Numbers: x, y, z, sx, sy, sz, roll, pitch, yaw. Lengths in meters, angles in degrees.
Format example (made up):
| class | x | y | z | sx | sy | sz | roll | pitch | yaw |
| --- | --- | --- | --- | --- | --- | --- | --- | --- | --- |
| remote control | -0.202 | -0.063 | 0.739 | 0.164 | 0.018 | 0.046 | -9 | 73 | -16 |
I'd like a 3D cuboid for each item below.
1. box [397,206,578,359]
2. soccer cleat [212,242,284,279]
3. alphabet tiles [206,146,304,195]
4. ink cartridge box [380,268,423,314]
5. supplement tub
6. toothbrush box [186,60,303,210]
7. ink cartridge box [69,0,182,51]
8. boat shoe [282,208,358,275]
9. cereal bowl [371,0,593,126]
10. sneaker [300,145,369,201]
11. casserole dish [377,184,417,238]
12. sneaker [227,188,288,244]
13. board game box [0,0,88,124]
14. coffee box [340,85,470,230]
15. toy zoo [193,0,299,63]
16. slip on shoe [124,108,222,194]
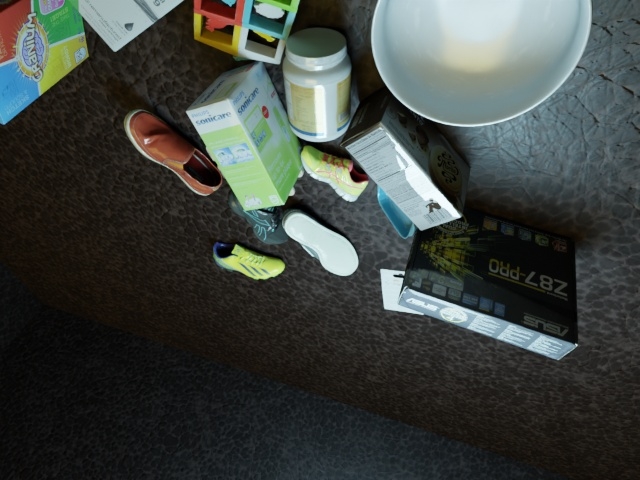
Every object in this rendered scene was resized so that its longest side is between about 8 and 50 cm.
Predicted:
| class | x | y | z | sx | sy | sz | roll | pitch | yaw |
| --- | --- | --- | --- | --- | --- | --- | --- | --- | --- |
| box | 0.416 | 0.078 | 1.109 | 0.395 | 0.318 | 0.097 | 19 | 144 | 7 |
| soccer cleat | -0.275 | 0.070 | 1.668 | 0.289 | 0.093 | 0.121 | 9 | 135 | 18 |
| alphabet tiles | -0.191 | -0.235 | 1.292 | 0.284 | 0.021 | 0.278 | 1 | 138 | 28 |
| ink cartridge box | 0.287 | 0.169 | 1.548 | 0.146 | 0.045 | 0.179 | 5 | 122 | 24 |
| supplement tub | -0.005 | -0.331 | 0.963 | 0.145 | 0.144 | 0.199 | 14 | 143 | 13 |
| toothbrush box | -0.162 | -0.247 | 1.076 | 0.122 | 0.206 | 0.283 | -8 | 129 | 26 |
| ink cartridge box | -0.391 | -0.556 | 0.906 | 0.289 | 0.121 | 0.211 | -11 | 133 | 37 |
| boat shoe | 0.000 | 0.000 | 1.453 | 0.319 | 0.116 | 0.099 | 38 | -175 | -30 |
| cereal bowl | 0.267 | -0.373 | 0.765 | 0.339 | 0.141 | 0.339 | 15 | 143 | 12 |
| sneaker | 0.041 | -0.194 | 1.181 | 0.209 | 0.081 | 0.094 | 31 | 137 | -22 |
| casserole dish | 0.207 | -0.092 | 1.166 | 0.037 | 0.188 | 0.114 | -16 | 145 | -17 |
| sneaker | -0.174 | -0.072 | 1.403 | 0.106 | 0.101 | 0.267 | -7 | 145 | 35 |
| board game box | -0.674 | -0.455 | 1.023 | 0.064 | 0.316 | 0.242 | 25 | 145 | -2 |
| coffee box | 0.202 | -0.188 | 1.015 | 0.297 | 0.168 | 0.119 | 43 | 140 | -23 |
| toy zoo | -0.155 | -0.446 | 0.895 | 0.193 | 0.030 | 0.293 | 12 | 167 | -14 |
| slip on shoe | -0.414 | -0.255 | 1.300 | 0.101 | 0.123 | 0.331 | -2 | 144 | 44 |
